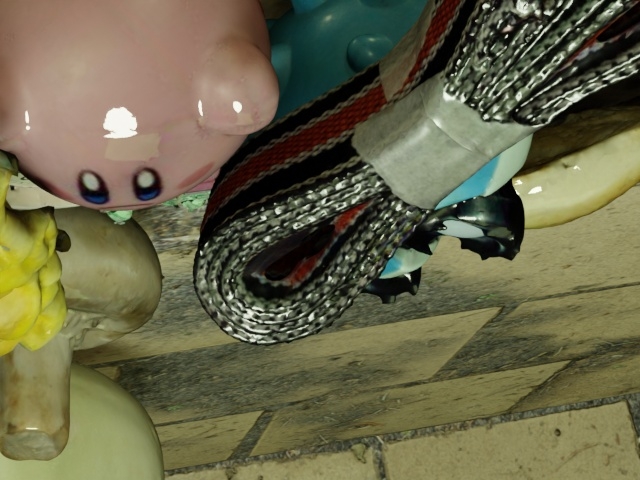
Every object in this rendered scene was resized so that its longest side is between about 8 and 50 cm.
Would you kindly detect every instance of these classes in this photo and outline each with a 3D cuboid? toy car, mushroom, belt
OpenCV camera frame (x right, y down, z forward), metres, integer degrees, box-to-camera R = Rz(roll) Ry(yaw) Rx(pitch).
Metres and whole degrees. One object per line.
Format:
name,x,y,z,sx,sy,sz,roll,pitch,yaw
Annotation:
toy car,0.022,-0.077,1.135,0.190,0.188,0.255,16,163,-25
mushroom,-0.228,0.067,1.436,0.207,0.215,0.207,-4,160,-2
belt,0.059,-0.072,0.945,0.126,0.094,0.359,27,127,-28
toy car,-0.113,-0.047,1.404,0.069,0.055,0.142,-12,179,40

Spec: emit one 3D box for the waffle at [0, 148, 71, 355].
waffle,-0.324,-0.028,0.996,0.379,0.095,0.382,16,167,6

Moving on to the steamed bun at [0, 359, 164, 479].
steamed bun,-0.338,0.239,1.988,0.334,0.233,0.312,-12,171,41

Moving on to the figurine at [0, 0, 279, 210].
figurine,-0.108,-0.096,0.977,0.173,0.173,0.173,-10,166,-3

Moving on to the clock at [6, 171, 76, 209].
clock,-0.169,-0.072,1.256,0.229,0.063,0.155,-18,167,36

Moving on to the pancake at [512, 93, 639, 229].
pancake,0.169,-0.054,1.379,0.387,0.082,0.387,-18,180,0
